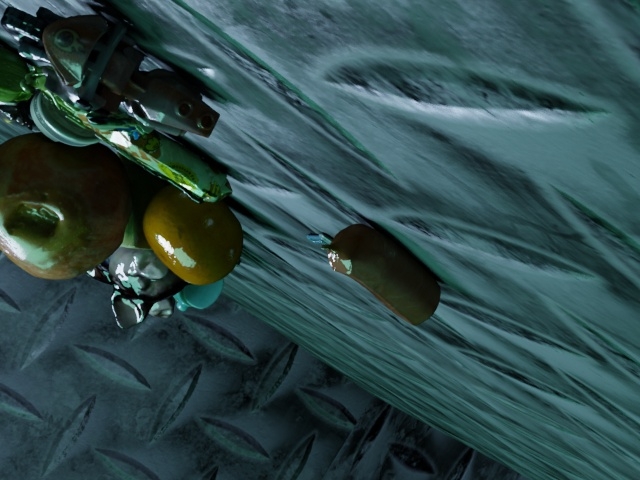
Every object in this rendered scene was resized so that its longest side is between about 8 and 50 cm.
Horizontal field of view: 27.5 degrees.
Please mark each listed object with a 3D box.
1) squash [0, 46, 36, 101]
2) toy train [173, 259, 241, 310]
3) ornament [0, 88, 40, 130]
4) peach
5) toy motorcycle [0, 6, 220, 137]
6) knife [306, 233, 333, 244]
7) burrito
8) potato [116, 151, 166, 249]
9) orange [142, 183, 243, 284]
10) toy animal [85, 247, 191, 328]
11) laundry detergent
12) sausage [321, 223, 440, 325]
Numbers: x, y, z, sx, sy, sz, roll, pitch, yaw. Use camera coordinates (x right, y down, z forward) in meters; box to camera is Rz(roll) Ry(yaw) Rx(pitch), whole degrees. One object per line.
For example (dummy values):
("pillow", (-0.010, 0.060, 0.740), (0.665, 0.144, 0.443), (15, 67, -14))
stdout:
("squash", (-0.470, -0.228, 1.696), (0.219, 0.077, 0.068), (12, -169, -33))
("toy train", (-0.221, 0.058, 2.403), (0.101, 0.159, 0.248), (28, 172, -11))
("ornament", (-0.473, -0.228, 1.867), (0.202, 0.080, 0.236), (31, 176, -13))
("peach", (-0.395, -0.053, 1.865), (0.235, 0.214, 0.214), (8, -178, -22))
("toy motorcycle", (-0.179, -0.145, 1.155), (0.212, 0.084, 0.118), (28, 175, -33))
("knife", (0.000, 0.000, 1.640), (0.027, 0.010, 0.096), (35, 173, -14))
("burrito", (-0.226, -0.128, 1.564), (0.288, 0.054, 0.104), (34, 172, -10))
("potato", (-0.254, -0.057, 1.945), (0.081, 0.149, 0.120), (0, -176, -24))
("orange", (-0.178, -0.014, 1.857), (0.156, 0.124, 0.156), (42, 160, 19))
("toy animal", (-0.302, 0.026, 2.178), (0.303, 0.194, 0.344), (58, 166, -19))
("laundry detergent", (-0.339, -0.164, 1.741), (0.099, 0.070, 0.225), (27, 174, -16))
("sausage", (0.064, 0.031, 1.379), (0.065, 0.065, 0.169), (26, 171, 41))
